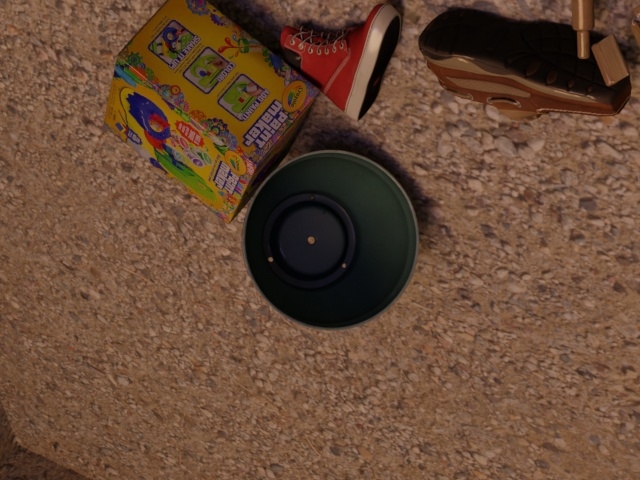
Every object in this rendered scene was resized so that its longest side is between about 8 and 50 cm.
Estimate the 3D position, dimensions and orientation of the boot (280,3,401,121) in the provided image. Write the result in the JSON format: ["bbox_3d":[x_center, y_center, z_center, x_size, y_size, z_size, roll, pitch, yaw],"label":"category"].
[{"bbox_3d":[0.021,-0.304,2.310,0.176,0.088,0.244,36,148,8],"label":"boot"}]

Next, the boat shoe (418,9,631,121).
[{"bbox_3d":[0.290,-0.233,2.129,0.324,0.122,0.120,23,148,35],"label":"boat shoe"}]

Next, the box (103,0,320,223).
[{"bbox_3d":[-0.183,-0.216,2.461,0.279,0.177,0.290,38,158,2],"label":"box"}]

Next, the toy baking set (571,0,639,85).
[{"bbox_3d":[0.393,-0.323,1.937,0.196,0.030,0.256,15,117,54],"label":"toy baking set"}]

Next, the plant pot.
[{"bbox_3d":[0.000,0.000,2.528,0.293,0.293,0.196,45,172,-8],"label":"plant pot"}]

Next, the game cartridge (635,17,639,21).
[{"bbox_3d":[0.488,-0.278,1.846,0.060,0.196,0.294,-1,154,-21],"label":"game cartridge"}]
